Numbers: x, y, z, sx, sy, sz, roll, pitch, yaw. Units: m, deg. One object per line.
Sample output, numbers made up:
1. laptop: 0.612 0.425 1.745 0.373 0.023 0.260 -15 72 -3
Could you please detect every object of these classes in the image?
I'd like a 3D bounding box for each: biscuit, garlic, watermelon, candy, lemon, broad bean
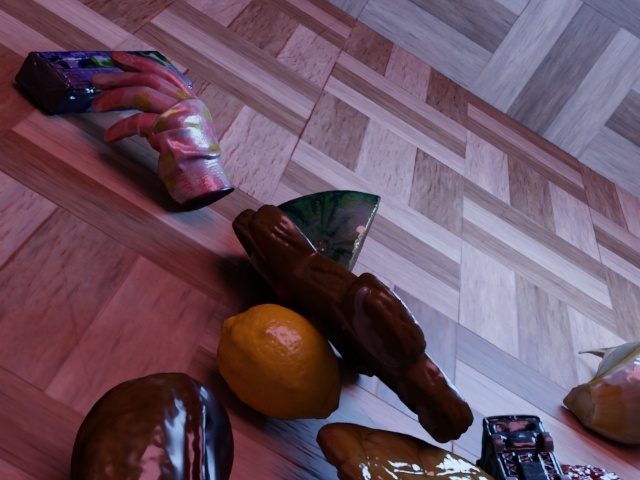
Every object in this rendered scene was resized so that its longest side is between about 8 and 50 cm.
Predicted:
1. biscuit: 0.105 0.243 1.203 0.203 0.041 0.260 31 10 38
2. garlic: 0.458 0.216 1.779 0.164 0.146 0.245 7 14 17
3. watermelon: -0.008 -0.021 1.614 0.146 0.128 0.231 21 11 5
4. biscuit: 0.005 0.082 1.369 0.432 0.064 0.283 35 -17 51
5. candy: -0.304 -0.229 1.703 0.088 0.061 0.312 46 24 15
6. lemon: -0.042 0.134 1.267 0.155 0.114 0.114 38 23 0
7. broad bean: -0.140 0.202 0.990 0.122 0.156 0.228 -7 29 12

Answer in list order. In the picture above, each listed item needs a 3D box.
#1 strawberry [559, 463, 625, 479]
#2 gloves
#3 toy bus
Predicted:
1. strawberry: 0.336 0.316 1.440 0.167 0.087 0.208 22 24 -24
2. gloves: -0.205 -0.157 1.575 0.145 0.126 0.241 -21 84 -54
3. toy bus: 0.234 0.279 1.368 0.079 0.092 0.160 -1 30 -6
